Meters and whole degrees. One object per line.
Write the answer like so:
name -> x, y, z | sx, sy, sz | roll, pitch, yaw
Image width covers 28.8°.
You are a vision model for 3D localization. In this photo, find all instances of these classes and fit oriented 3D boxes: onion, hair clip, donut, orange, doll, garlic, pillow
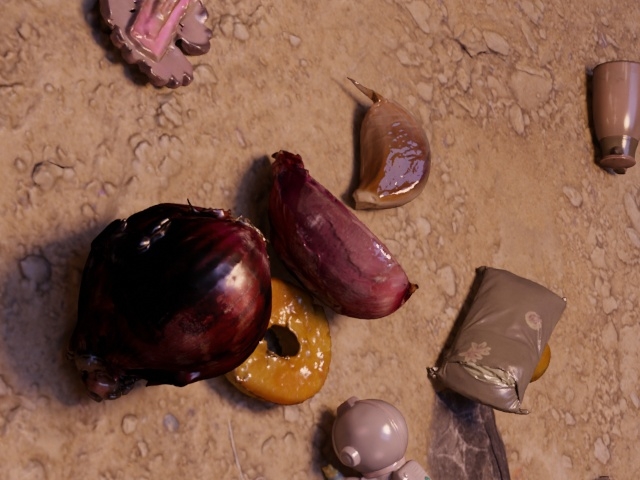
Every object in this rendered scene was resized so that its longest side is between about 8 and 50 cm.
onion -> -0.154, 0.062, 1.427 | 0.221, 0.281, 0.281 | 53, 48, -15
onion -> 0.000, 0.000, 1.686 | 0.120, 0.227, 0.283 | -40, 72, -5
hair clip -> -0.183, -0.341, 1.646 | 0.173, 0.069, 0.300 | 41, 63, -27
donut -> -0.066, 0.135, 1.640 | 0.178, 0.065, 0.162 | 39, 59, -32
orange -> 0.322, 0.188, 1.991 | 0.095, 0.085, 0.085 | -26, 98, -38
doll -> 0.104, 0.342, 1.698 | 0.151, 0.151, 0.287 | -29, 97, -45
garlic -> 0.099, -0.142, 1.864 | 0.128, 0.090, 0.198 | 5, 80, -31
pillow -> 0.280, 0.145, 1.927 | 0.169, 0.059, 0.255 | 22, 53, 10

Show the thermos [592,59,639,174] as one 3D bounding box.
thermos -> 0.562, -0.222, 2.334 | 0.137, 0.105, 0.193 | 43, 49, -69
